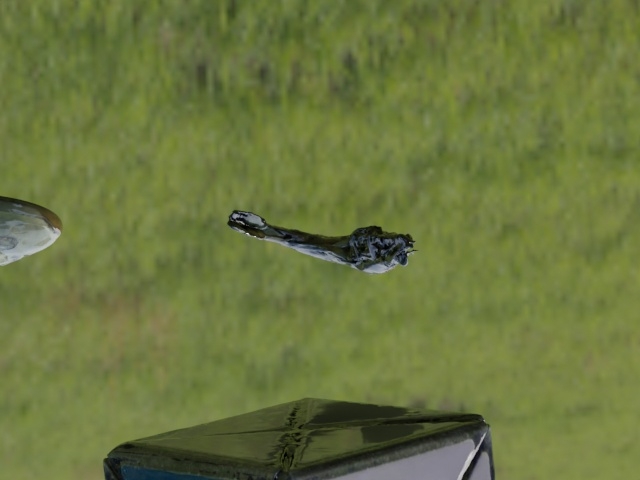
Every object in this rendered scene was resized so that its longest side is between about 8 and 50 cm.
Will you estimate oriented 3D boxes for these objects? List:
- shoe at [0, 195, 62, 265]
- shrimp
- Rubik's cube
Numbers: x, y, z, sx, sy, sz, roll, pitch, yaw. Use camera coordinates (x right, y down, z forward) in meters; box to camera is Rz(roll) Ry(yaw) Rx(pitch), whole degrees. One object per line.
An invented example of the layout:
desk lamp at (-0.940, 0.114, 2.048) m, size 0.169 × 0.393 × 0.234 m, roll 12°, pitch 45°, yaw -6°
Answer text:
shoe at (-0.398, 0.019, 1.837) m, size 0.275 × 0.098 × 0.103 m, roll -12°, pitch 166°, yaw 13°
shrimp at (0.000, 0.000, 1.974) m, size 0.198 × 0.051 × 0.262 m, roll 11°, pitch 176°, yaw -16°
Rubik's cube at (-0.011, 0.282, 1.532) m, size 0.255 × 0.259 × 0.260 m, roll -11°, pitch -176°, yaw -43°
